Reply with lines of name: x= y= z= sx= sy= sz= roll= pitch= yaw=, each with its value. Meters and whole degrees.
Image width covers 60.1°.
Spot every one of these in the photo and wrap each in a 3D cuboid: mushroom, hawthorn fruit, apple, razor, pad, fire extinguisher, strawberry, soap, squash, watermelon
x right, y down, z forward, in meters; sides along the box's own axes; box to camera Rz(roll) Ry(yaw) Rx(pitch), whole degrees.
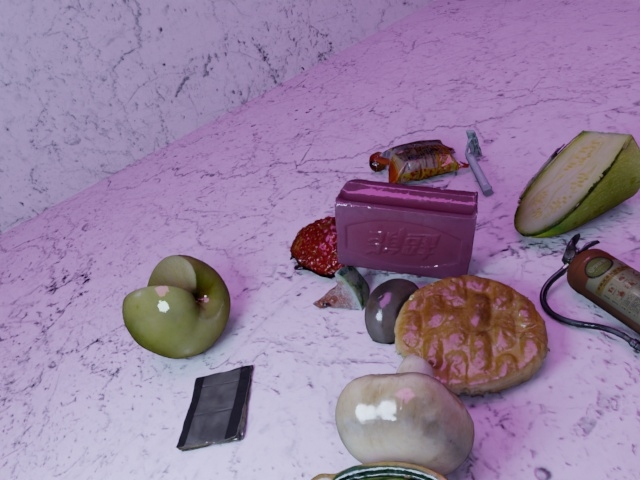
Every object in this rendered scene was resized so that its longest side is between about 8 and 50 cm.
mushroom: x=0.182 y=0.168 z=1.412 sx=0.141 sy=0.117 sz=0.188 roll=-4 pitch=40 yaw=46
hawthorn fruit: x=0.214 y=-0.295 z=2.081 sx=0.077 sy=0.077 sz=0.077 roll=-15 pitch=33 yaw=11
apple: x=-0.406 y=0.189 z=1.561 sx=0.254 sy=0.292 sz=0.292 roll=-29 pitch=25 yaw=35
razor: x=0.516 y=-0.244 z=1.827 sx=0.056 sy=0.111 sz=0.278 roll=-15 pitch=42 yaw=17
pad: x=-0.260 y=0.416 z=1.388 sx=0.174 sy=0.022 sz=0.233 roll=-16 pitch=32 yaw=11
fire extinguisher: x=0.623 y=0.122 z=1.202 sx=0.200 sy=0.113 sz=0.376 roll=-27 pitch=33 yaw=-6
strawberry: x=0.000 y=0.000 z=1.727 sx=0.306 sy=0.137 sz=0.233 roll=8 pitch=45 yaw=36
soap: x=0.222 y=-0.032 z=1.470 sx=0.360 sy=0.233 sz=0.128 roll=7 pitch=43 yaw=13
squash: x=0.651 y=-0.140 z=1.479 sx=0.309 sy=0.210 sz=0.233 roll=-22 pitch=21 yaw=-9
mushroom: x=0.167 y=0.326 z=1.074 sx=0.260 sy=0.254 sz=0.234 roll=24 pitch=49 yaw=-6
watermelon: x=0.073 y=0.151 z=1.553 sx=0.158 sy=0.121 sz=0.098 roll=-56 pitch=-4 yaw=34

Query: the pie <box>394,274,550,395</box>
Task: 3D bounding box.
pie: x=0.333 y=0.208 z=1.251 sx=0.339 sy=0.083 sz=0.339 roll=-10 pitch=42 yaw=9

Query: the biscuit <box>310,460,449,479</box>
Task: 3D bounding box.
biscuit: x=0.090 y=0.520 z=0.919 sx=0.344 sy=0.057 sz=0.287 roll=-16 pitch=51 yaw=30

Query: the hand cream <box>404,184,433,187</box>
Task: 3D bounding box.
hand cream: x=0.275 y=-0.167 z=1.901 sx=0.216 sy=0.038 sz=0.052 roll=-3 pitch=65 yaw=22

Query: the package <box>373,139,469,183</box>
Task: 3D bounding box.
package: x=0.349 y=-0.284 z=1.947 sx=0.288 sy=0.108 sz=0.223 roll=-16 pitch=37 yaw=-1
